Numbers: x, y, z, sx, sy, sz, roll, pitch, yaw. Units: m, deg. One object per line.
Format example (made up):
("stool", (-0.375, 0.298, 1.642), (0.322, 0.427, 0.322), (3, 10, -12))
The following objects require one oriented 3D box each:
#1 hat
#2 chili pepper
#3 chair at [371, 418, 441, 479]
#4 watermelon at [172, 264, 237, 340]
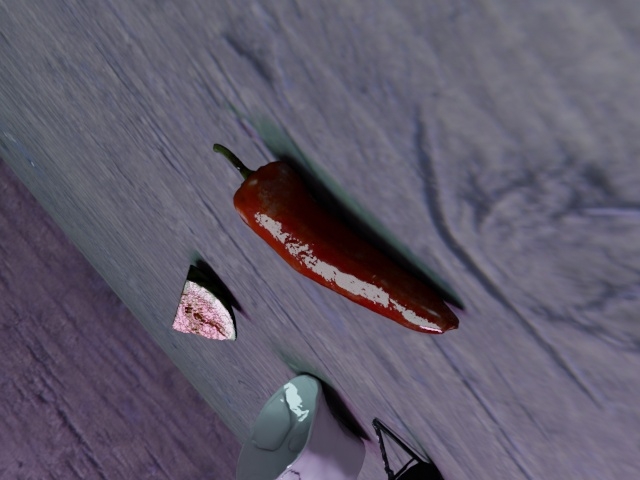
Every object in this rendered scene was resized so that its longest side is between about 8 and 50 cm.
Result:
("hat", (-0.017, 0.299, 1.345), (0.126, 0.203, 0.203), (34, 169, -20))
("chili pepper", (0.000, 0.000, 0.767), (0.272, 0.063, 0.071), (39, 174, 22))
("chair", (0.109, 0.343, 1.133), (0.221, 0.140, 0.145), (21, 138, 45))
("watermelon", (-0.189, 0.101, 1.433), (0.125, 0.094, 0.135), (49, 169, -24))
